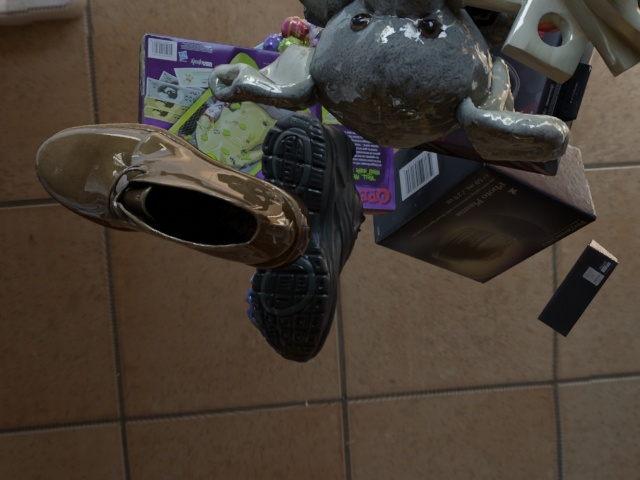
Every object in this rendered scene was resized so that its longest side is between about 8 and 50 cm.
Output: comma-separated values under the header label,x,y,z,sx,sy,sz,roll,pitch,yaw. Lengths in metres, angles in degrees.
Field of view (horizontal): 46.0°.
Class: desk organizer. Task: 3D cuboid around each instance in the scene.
label,x,y,z,sx,sy,sz,roll,pitch,yaw
desk organizer,0.362,0.066,1.057,0.047,0.050,0.130,34,114,15

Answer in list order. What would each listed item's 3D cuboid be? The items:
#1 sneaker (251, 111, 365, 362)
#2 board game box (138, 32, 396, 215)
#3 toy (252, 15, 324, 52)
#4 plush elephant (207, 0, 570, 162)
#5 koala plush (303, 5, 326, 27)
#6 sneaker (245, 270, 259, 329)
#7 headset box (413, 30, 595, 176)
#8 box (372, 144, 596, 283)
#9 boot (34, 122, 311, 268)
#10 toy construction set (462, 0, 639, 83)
label,x,y,z,sx,sy,sz,roll,pitch,yaw
sneaker,0.000,0.000,0.877,0.109,0.130,0.286,11,97,34
board game box,-0.064,-0.145,0.997,0.347,0.056,0.208,3,78,-23
toy,-0.040,-0.352,1.315,0.237,0.056,0.136,-19,52,25
plush elephant,0.062,-0.181,0.533,0.272,0.255,0.329,5,127,7
koala plush,0.091,-0.413,1.009,0.221,0.203,0.196,7,137,30
sneaker,-0.041,0.020,1.155,0.128,0.182,0.315,-1,102,-16
headset box,0.240,-0.224,1.069,0.110,0.293,0.218,13,95,-48
box,0.302,-0.084,1.432,0.294,0.296,0.182,19,52,-29
boot,-0.164,-0.052,0.707,0.306,0.115,0.112,17,95,22
toy construction set,0.177,-0.097,0.245,0.215,0.328,0.151,-8,97,-7
